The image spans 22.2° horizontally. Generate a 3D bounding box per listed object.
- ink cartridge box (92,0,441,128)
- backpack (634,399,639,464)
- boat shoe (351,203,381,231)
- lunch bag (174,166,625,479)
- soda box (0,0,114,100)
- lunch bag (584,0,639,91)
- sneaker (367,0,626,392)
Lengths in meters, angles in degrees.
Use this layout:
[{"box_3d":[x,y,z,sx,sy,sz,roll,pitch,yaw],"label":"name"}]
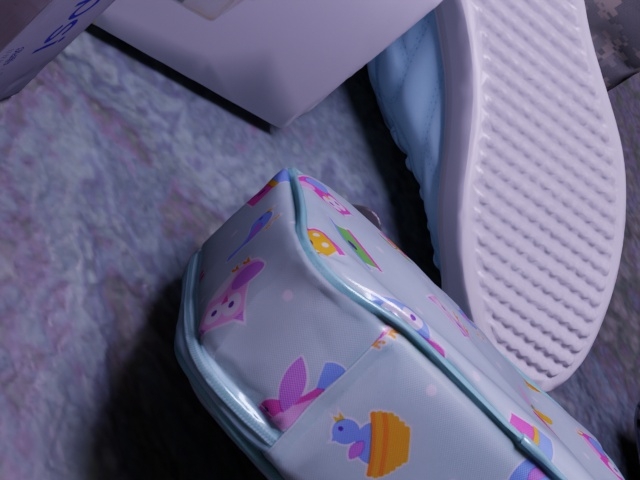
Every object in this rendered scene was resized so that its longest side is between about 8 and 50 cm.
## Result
[{"box_3d":[-0.116,-0.283,0.956,0.384,0.160,0.279,28,44,-33],"label":"ink cartridge box"},{"box_3d":[0.342,0.174,1.047,0.213,0.276,0.263,-13,79,-19],"label":"backpack"},{"box_3d":[0.001,0.002,0.970,0.133,0.042,0.049,-18,74,-54],"label":"boat shoe"},{"box_3d":[0.051,0.095,0.838,0.279,0.108,0.224,44,7,-15],"label":"lunch bag"},{"box_3d":[-0.116,-0.164,0.756,0.091,0.286,0.098,53,36,-1],"label":"soda box"},{"box_3d":[0.158,-0.244,1.173,0.169,0.235,0.287,-32,89,-48],"label":"lunch bag"},{"box_3d":[0.103,-0.081,1.083,0.135,0.150,0.366,-2,87,-27],"label":"sneaker"}]
